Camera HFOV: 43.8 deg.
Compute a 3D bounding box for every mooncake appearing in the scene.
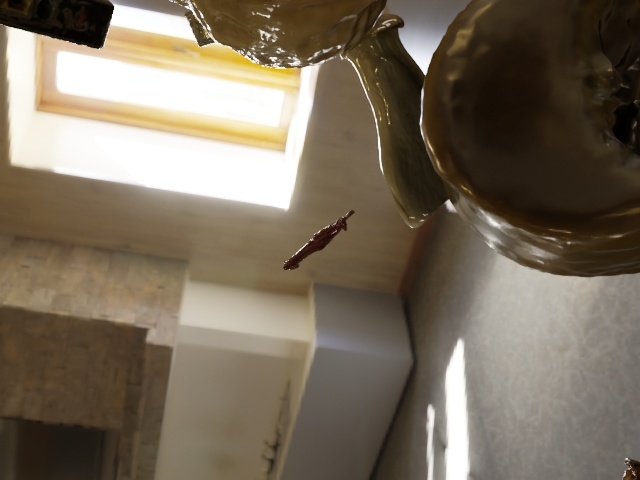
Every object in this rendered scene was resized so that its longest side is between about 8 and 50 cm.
[{"bbox_3d":[0.333,-0.157,1.012,0.394,0.393,0.246,-54,-24,-6],"label":"mooncake"}]

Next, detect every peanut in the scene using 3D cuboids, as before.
[{"bbox_3d":[-0.043,-0.177,0.460,0.298,0.136,0.120,-127,17,-55],"label":"peanut"}]

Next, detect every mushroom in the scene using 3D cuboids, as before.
[{"bbox_3d":[0.132,-0.198,1.256,0.122,0.159,0.328,-22,97,51],"label":"mushroom"}]

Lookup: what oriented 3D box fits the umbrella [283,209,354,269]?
[{"bbox_3d":[0.000,0.000,1.255,0.165,0.027,0.025,-39,-16,-32],"label":"umbrella"}]

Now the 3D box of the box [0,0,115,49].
[{"bbox_3d":[-0.365,-0.253,0.704,0.350,0.211,0.058,-2,-61,-63],"label":"box"}]

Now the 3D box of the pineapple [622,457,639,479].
[{"bbox_3d":[0.213,0.183,0.484,0.116,0.069,0.137,-36,-46,-48],"label":"pineapple"}]

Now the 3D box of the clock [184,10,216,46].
[{"bbox_3d":[-0.065,-0.356,1.213,0.280,0.281,0.055,-115,9,-74],"label":"clock"}]
